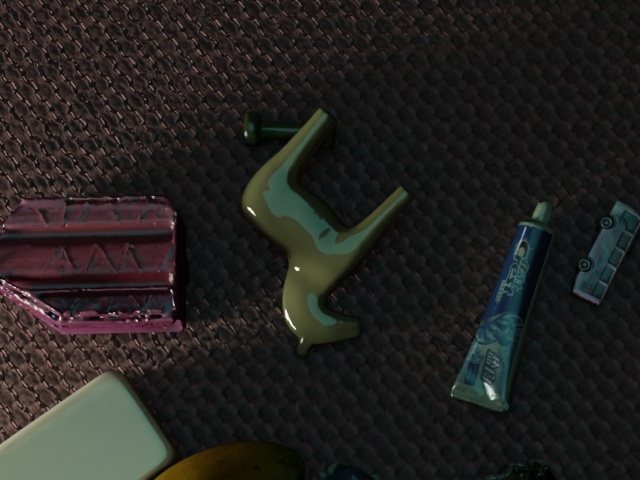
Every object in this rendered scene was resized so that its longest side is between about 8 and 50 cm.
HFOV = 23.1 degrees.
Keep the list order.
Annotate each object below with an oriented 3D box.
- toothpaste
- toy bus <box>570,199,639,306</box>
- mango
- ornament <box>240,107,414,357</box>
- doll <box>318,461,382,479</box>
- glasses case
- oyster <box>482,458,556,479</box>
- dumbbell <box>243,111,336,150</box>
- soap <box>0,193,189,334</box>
[{"bbox_3d":[0.235,0.077,1.915,0.069,0.047,0.268,20,82,-5],"label":"toothpaste"},{"bbox_3d":[0.352,0.016,1.924,0.052,0.037,0.130,28,80,7],"label":"toy bus"},{"bbox_3d":[-0.123,0.309,1.830,0.221,0.151,0.120,-34,116,-24],"label":"mango"},{"bbox_3d":[0.000,0.000,1.923,0.230,0.061,0.245,43,95,4],"label":"ornament"},{"bbox_3d":[0.026,0.307,1.869,0.076,0.050,0.083,19,80,12],"label":"doll"},{"bbox_3d":[-0.340,0.304,1.877,0.336,0.076,0.144,-34,77,-5],"label":"glasses case"},{"bbox_3d":[0.212,0.336,1.847,0.177,0.064,0.125,-30,91,-14],"label":"oyster"},{"bbox_3d":[-0.039,-0.138,1.979,0.118,0.052,0.046,2,89,5],"label":"dumbbell"},{"bbox_3d":[-0.292,0.029,1.930,0.250,0.099,0.162,0,76,3],"label":"soap"}]
